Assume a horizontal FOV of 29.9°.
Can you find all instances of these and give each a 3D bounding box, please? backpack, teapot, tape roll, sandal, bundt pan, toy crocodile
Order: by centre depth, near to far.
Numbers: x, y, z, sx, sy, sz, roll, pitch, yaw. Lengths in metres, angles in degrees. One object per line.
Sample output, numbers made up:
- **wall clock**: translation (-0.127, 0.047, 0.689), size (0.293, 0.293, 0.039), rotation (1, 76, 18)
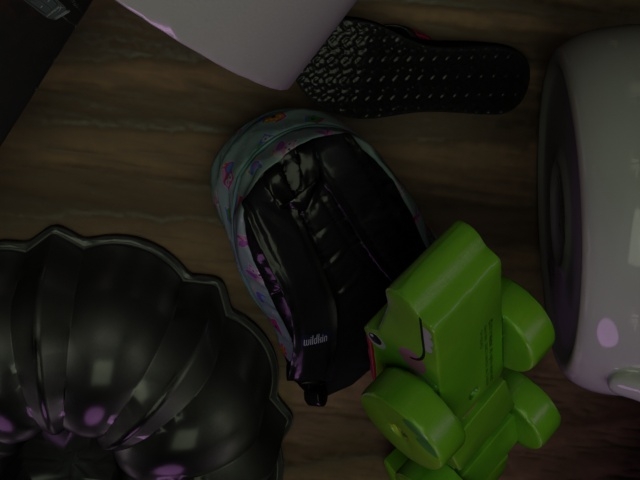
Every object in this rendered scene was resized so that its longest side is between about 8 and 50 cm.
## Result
- **tape roll**: translation (-0.099, -0.207, 0.656), size (0.286, 0.286, 0.100), rotation (35, 103, -14)
- **teapot**: translation (0.243, -0.016, 0.760), size (0.187, 0.252, 0.256), rotation (-1, 104, 4)
- **toy crocodile**: translation (0.082, 0.101, 0.790), size (0.115, 0.105, 0.340), rotation (-46, 150, -17)
- **backpack**: translation (0.000, 0.000, 0.817), size (0.152, 0.115, 0.182), rotation (-36, 121, -12)
- **sandal**: translation (0.058, -0.119, 0.831), size (0.179, 0.040, 0.067), rotation (4, 115, -21)
- **bundt pan**: translation (-0.181, 0.164, 0.861), size (0.331, 0.124, 0.331), rotation (-2, 109, -4)

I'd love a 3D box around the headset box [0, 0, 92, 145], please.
- **headset box**: translation (-0.291, -0.106, 0.689), size (0.218, 0.110, 0.293), rotation (32, 93, -30)
